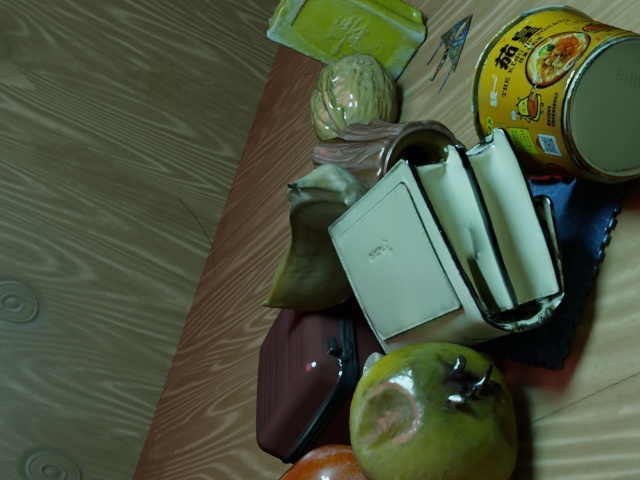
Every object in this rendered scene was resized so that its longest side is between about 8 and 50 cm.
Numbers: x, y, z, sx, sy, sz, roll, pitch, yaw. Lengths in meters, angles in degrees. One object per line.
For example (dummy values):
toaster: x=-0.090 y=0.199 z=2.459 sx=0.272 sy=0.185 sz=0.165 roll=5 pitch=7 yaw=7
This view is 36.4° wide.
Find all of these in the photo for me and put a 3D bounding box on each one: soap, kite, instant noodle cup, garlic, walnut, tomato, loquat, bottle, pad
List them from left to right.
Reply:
garlic: x=0.012 y=-0.013 z=1.499 sx=0.196 sy=0.151 sz=0.338 roll=-35 pitch=-22 yaw=-29
tomato: x=0.018 y=0.381 z=1.322 sx=0.232 sy=0.188 sz=0.232 roll=-53 pitch=22 yaw=33
soap: x=0.059 y=-0.472 z=2.148 sx=0.199 sy=0.314 sz=0.091 roll=-52 pitch=23 yaw=39
walnut: x=0.071 y=-0.289 z=2.092 sx=0.198 sy=0.198 sz=0.245 roll=-50 pitch=34 yaw=44
bottle: x=0.113 y=0.202 z=1.431 sx=0.045 sy=0.096 sz=0.045 roll=-56 pitch=18 yaw=30
loquat: x=0.133 y=0.221 z=1.145 sx=0.213 sy=0.213 sz=0.213 roll=-57 pitch=19 yaw=31
kite: x=0.258 y=-0.386 z=1.939 sx=0.160 sy=0.010 sz=0.183 roll=-59 pitch=18 yaw=27
pad: x=0.286 y=0.031 z=1.269 sx=0.269 sy=0.012 sz=0.269 roll=-69 pitch=16 yaw=-8
instant noodle cup: x=0.309 y=-0.164 z=1.145 sx=0.216 sy=0.215 sz=0.172 roll=-65 pitch=25 yaw=6

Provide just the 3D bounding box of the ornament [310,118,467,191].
ornament: x=0.122 y=-0.103 z=1.634 sx=0.217 sy=0.235 sz=0.221 roll=5 pitch=80 yaw=66

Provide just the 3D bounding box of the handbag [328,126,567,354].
handbag: x=0.158 y=0.027 z=1.260 sx=0.358 sy=0.160 sz=0.237 roll=139 pitch=114 yaw=-71

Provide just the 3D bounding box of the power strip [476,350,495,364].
power strip: x=0.175 y=0.208 z=1.313 sx=0.191 sy=0.047 sz=0.030 roll=-51 pitch=18 yaw=41

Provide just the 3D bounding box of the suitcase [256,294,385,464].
suitcase: x=-0.002 y=0.222 z=1.653 sx=0.236 sy=0.161 sz=0.297 roll=-58 pitch=19 yaw=26

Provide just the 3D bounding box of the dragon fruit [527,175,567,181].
dragon fruit: x=0.313 y=-0.138 z=1.348 sx=0.123 sy=0.092 sz=0.192 roll=68 pitch=160 yaw=3
